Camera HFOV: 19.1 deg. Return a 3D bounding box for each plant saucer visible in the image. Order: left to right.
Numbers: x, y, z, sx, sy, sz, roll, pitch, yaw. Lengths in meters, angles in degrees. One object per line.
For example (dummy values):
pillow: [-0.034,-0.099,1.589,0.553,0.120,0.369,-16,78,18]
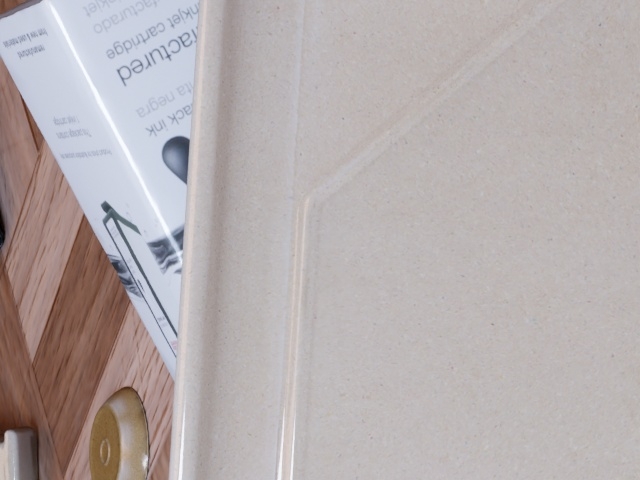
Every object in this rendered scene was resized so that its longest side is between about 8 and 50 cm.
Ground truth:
plant saucer: [-0.132,0.135,1.216,0.083,0.015,0.083,-14,74,62]

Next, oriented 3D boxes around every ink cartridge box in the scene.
ink cartridge box: [0.001,-0.022,0.664,0.203,0.148,0.086,62,160,-11]

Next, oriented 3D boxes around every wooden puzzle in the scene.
wooden puzzle: [0.078,0.012,0.591,0.044,0.239,0.220,-2,-84,-84]

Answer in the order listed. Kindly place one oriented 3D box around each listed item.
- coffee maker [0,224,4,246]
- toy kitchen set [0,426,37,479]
coffee maker: [-0.319,-0.066,1.503,0.171,0.120,0.178,-60,37,41]
toy kitchen set: [-0.273,0.194,1.448,0.207,0.166,0.122,12,-99,-79]
